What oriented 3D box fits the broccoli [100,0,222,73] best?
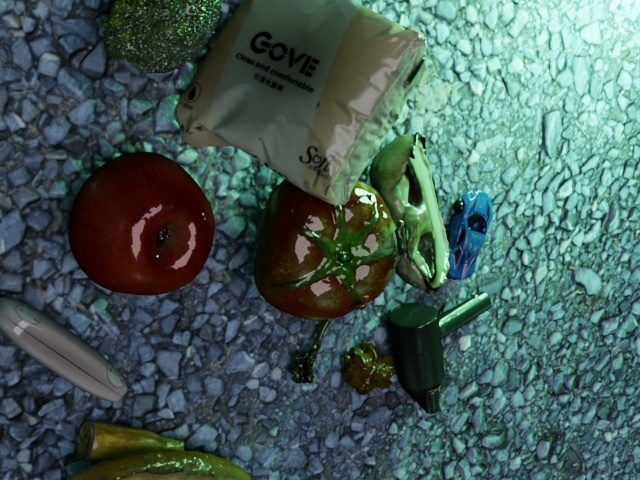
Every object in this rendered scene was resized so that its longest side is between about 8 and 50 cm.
[{"bbox_3d":[-0.264,-0.393,1.609,0.176,0.198,0.226,10,70,0],"label":"broccoli"}]

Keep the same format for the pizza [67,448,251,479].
[{"bbox_3d":[-0.373,0.588,1.891,0.440,0.130,0.406,16,110,-43],"label":"pizza"}]

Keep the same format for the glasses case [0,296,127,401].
[{"bbox_3d":[-0.472,0.201,1.707,0.075,0.113,0.297,-51,124,-9],"label":"glasses case"}]

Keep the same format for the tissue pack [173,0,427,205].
[{"bbox_3d":[-0.030,-0.286,1.706,0.390,0.376,0.195,-62,164,-3],"label":"tissue pack"}]

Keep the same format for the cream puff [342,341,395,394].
[{"bbox_3d":[0.109,0.291,2.094,0.122,0.094,0.116,21,97,-38],"label":"cream puff"}]

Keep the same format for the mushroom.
[{"bbox_3d":[0.178,-0.058,1.957,0.247,0.130,0.344,-67,145,-49],"label":"mushroom"}]

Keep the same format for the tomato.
[{"bbox_3d":[0.000,0.000,1.843,0.303,0.239,0.303,-7,108,-23],"label":"tomato"}]

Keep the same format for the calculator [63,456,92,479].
[{"bbox_3d":[-0.469,0.505,1.864,0.057,0.018,0.172,-18,114,-24],"label":"calculator"}]

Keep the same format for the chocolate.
[{"bbox_3d":[-0.368,0.405,1.859,0.219,0.086,0.085,14,98,-35],"label":"chocolate"}]

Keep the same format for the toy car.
[{"bbox_3d":[0.338,-0.010,2.150,0.103,0.063,0.216,16,97,-33],"label":"toy car"}]

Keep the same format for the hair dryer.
[{"bbox_3d":[0.299,0.238,2.193,0.302,0.116,0.244,-25,120,-30],"label":"hair dryer"}]

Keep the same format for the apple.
[{"bbox_3d":[-0.312,-0.027,1.670,0.260,0.216,0.260,-10,109,-31],"label":"apple"}]

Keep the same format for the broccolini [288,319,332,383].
[{"bbox_3d":[-0.005,0.192,2.039,0.058,0.071,0.254,20,88,8],"label":"broccolini"}]
